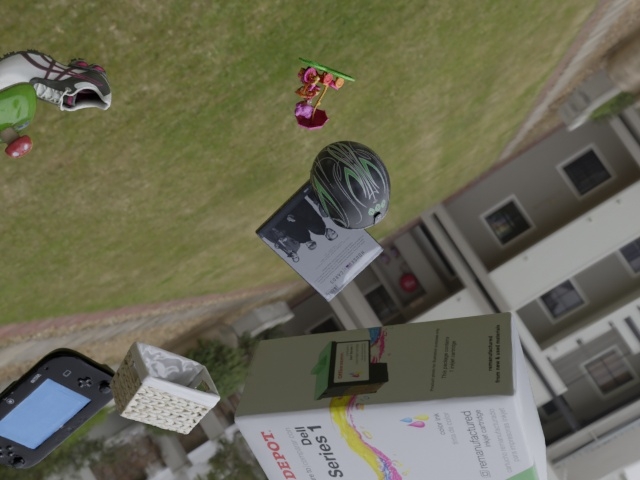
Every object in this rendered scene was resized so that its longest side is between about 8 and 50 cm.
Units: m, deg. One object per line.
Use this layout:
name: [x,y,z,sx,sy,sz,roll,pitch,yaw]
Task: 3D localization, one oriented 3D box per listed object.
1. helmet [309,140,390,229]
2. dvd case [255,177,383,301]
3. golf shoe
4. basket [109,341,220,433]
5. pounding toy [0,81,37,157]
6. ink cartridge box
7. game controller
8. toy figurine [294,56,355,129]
helmet: [0.061,-0.120,1.511,0.170,0.161,0.169,-13,-142,10]
dvd case: [0.000,0.000,1.667,0.179,0.239,0.029,-43,-160,6]
golf shoe: [-0.604,-0.353,1.664,0.273,0.120,0.105,-5,138,-34]
basket: [-0.291,0.277,1.375,0.167,0.113,0.103,28,103,-37]
pounding toy: [-0.610,-0.188,1.405,0.237,0.110,0.183,-34,-172,20]
ink cartridge box: [0.079,0.197,0.771,0.278,0.201,0.117,-9,-146,20]
game controller: [-0.540,0.329,1.434,0.319,0.067,0.166,-41,134,14]
toy figurine: [-0.016,-0.350,1.817,0.173,0.130,0.159,2,114,-55]
